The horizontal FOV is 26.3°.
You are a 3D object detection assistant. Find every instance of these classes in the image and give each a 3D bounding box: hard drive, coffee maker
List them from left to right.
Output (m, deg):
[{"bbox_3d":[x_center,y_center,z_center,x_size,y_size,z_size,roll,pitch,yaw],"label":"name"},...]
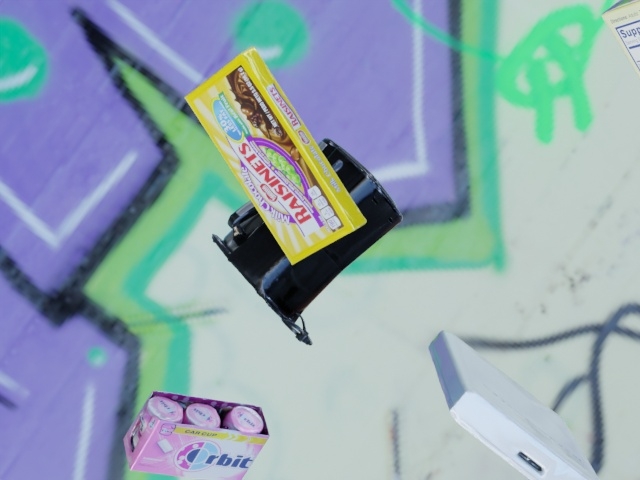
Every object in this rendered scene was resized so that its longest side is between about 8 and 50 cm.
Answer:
[{"bbox_3d":[0.000,0.000,1.504,0.178,0.171,0.120,-43,163,0],"label":"coffee maker"},{"bbox_3d":[0.253,0.235,1.799,0.047,0.233,0.353,-52,-175,7],"label":"hard drive"}]

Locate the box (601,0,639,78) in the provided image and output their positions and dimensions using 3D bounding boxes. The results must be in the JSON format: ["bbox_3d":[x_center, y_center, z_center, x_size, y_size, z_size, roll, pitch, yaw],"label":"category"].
[{"bbox_3d":[0.373,-0.134,1.029,0.213,0.243,0.117,-38,-168,-19],"label":"box"}]

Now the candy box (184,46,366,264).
[{"bbox_3d":[-0.047,-0.082,1.369,0.027,0.206,0.105,-36,-176,-43],"label":"candy box"}]

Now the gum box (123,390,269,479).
[{"bbox_3d":[-0.183,0.283,1.972,0.107,0.188,0.062,-59,-146,30],"label":"gum box"}]
